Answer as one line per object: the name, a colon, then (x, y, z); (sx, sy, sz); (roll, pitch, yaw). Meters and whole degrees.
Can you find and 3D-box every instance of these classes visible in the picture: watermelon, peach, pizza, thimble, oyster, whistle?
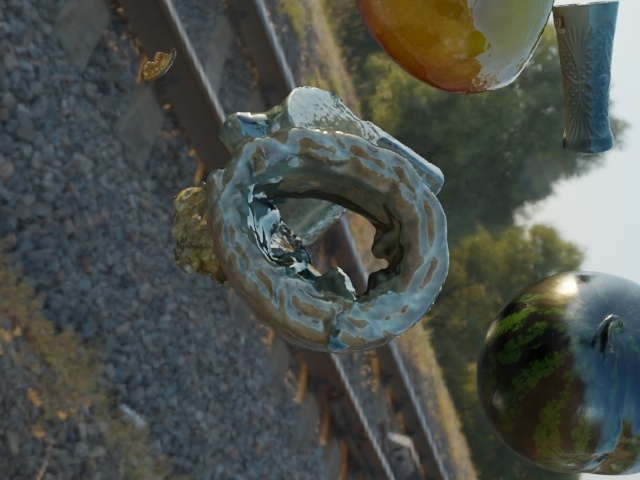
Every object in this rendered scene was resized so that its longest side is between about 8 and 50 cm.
watermelon: (0.325, 0.161, 1.054); (0.269, 0.269, 0.269); (-13, 90, -79)
peach: (0.166, -0.346, 1.105); (0.289, 0.289, 0.308); (-82, -176, -62)
pizza: (-0.286, -0.309, 1.527); (0.037, 0.083, 0.016); (49, 11, -11)
thimble: (0.007, -0.001, 0.823); (0.229, 0.196, 0.148); (47, -10, 6)
oyster: (-0.109, -0.005, 1.154); (0.341, 0.166, 0.110); (53, -44, 51)
whistle: (0.020, -0.116, 1.375); (0.405, 0.168, 0.188); (-7, 60, -52)

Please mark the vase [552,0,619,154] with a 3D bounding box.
vase: (0.396, -0.242, 1.294); (0.096, 0.096, 0.219); (-63, 148, -73)
